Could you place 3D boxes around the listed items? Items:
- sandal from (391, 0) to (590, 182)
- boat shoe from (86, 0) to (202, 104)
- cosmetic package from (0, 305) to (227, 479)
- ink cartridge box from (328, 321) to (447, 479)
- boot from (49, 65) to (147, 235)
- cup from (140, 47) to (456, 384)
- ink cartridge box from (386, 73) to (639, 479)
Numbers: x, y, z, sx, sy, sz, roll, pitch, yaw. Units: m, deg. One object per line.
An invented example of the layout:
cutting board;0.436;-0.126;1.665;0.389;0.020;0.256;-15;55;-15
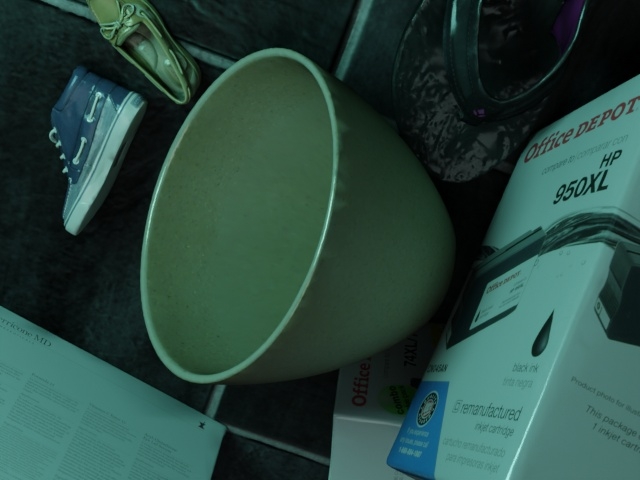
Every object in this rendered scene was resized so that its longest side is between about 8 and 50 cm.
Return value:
sandal;0.194;-0.237;0.915;0.167;0.107;0.446;23;121;-6
boat shoe;-0.188;-0.209;1.016;0.056;0.048;0.153;-32;112;23
cosmetic package;-0.320;0.261;1.176;0.377;0.284;0.097;31;121;-10
ink cartridge box;0.150;0.232;1.147;0.270;0.198;0.197;5;122;4
boot;-0.270;-0.101;1.087;0.086;0.069;0.190;30;112;-2
cup;0.000;0.000;0.990;0.236;0.331;0.331;17;126;-35
ink cartridge box;0.245;0.070;0.884;0.166;0.285;0.395;28;77;-9
